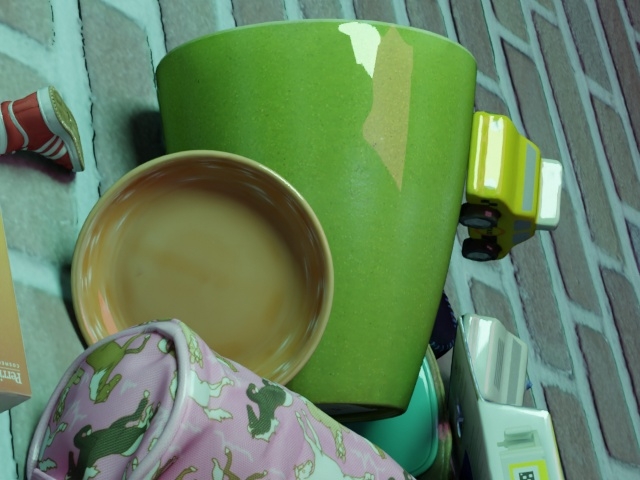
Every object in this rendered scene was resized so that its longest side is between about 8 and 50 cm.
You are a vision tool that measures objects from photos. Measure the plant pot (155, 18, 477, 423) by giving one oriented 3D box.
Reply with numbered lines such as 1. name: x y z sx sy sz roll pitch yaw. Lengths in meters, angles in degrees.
1. plant pot: 0.000 0.000 1.463 0.275 0.275 0.293 16 69 -54

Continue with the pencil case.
1. pencil case: -0.039 0.206 1.292 0.386 0.160 0.167 40 39 -37

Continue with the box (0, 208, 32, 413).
1. box: -0.272 0.031 1.124 0.130 0.091 0.170 17 52 -53

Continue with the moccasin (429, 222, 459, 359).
1. moccasin: 0.049 -0.036 1.675 0.342 0.117 0.138 59 28 -13

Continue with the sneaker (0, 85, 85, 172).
1. sneaker: -0.223 -0.079 1.357 0.118 0.067 0.042 73 1 -67

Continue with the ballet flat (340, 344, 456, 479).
1. ballet flat: 0.079 0.231 1.535 0.124 0.116 0.342 51 25 -64

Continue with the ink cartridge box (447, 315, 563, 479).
1. ink cartridge box: 0.159 0.251 1.437 0.303 0.072 0.307 85 -1 -68

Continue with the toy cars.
1. toy cars: 0.172 0.046 1.627 0.176 0.087 0.394 -72 165 -58

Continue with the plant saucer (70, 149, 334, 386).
1. plant saucer: -0.089 0.031 1.337 0.200 0.200 0.037 63 4 -1
